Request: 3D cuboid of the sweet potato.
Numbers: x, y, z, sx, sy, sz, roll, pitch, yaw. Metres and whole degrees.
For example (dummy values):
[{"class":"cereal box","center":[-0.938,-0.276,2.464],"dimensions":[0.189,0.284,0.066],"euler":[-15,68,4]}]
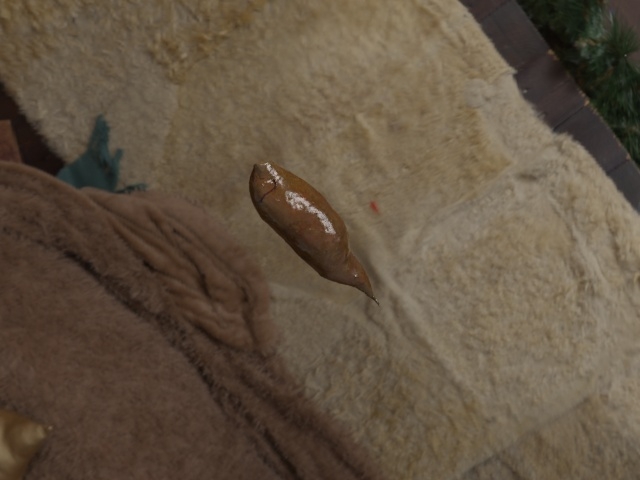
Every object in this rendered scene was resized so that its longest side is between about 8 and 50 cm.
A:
[{"class":"sweet potato","center":[0.000,0.000,0.696],"dimensions":[0.056,0.056,0.195],"euler":[-21,128,24]}]
